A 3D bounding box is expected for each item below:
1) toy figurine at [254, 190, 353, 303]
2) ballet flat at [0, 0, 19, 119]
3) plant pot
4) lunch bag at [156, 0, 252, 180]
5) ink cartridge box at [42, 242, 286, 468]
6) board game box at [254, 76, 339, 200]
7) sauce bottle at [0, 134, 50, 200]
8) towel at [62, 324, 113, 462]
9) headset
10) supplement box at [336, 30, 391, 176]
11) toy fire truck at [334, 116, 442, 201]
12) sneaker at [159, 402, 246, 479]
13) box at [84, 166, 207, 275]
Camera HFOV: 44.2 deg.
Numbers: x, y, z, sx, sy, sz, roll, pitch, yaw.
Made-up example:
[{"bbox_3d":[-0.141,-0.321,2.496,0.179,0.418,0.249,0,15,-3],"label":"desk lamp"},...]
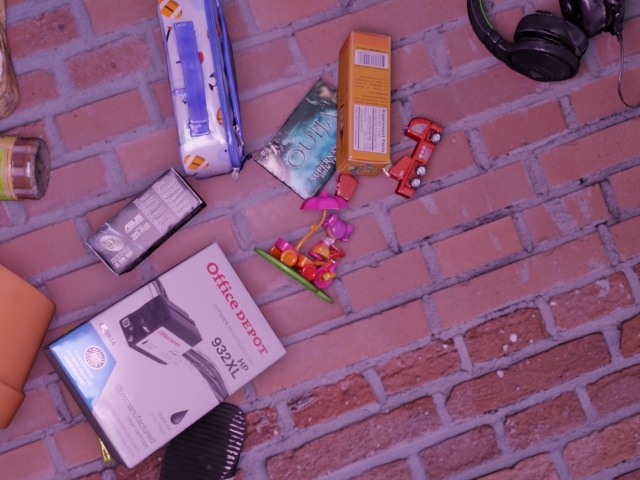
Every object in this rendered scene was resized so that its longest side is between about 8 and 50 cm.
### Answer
[{"bbox_3d":[0.000,0.000,1.346,0.173,0.130,0.159,38,84,-27],"label":"toy figurine"},{"bbox_3d":[-0.576,-0.370,1.286,0.123,0.123,0.348,-13,92,-5],"label":"ballet flat"},{"bbox_3d":[-0.557,0.130,1.229,0.291,0.291,0.203,32,72,-5],"label":"plant pot"},{"bbox_3d":[-0.185,-0.240,1.258,0.115,0.243,0.303,-10,91,-4],"label":"lunch bag"},{"bbox_3d":[-0.246,0.178,1.265,0.307,0.129,0.223,-34,94,-25],"label":"ink cartridge box"},{"bbox_3d":[-0.011,-0.175,1.382,0.126,0.026,0.186,38,88,-5],"label":"board game box"},{"bbox_3d":[-0.629,-0.119,1.288,0.344,0.111,0.111,0,91,-4],"label":"sauce bottle"},{"bbox_3d":[-0.358,0.249,1.334,0.102,0.021,0.237,-20,85,11],"label":"towel"},{"bbox_3d":[0.433,-0.377,1.340,0.394,0.185,0.243,43,88,7],"label":"headset"},{"bbox_3d":[0.073,-0.230,1.334,0.080,0.078,0.233,7,75,-13],"label":"supplement box"},{"bbox_3d":[0.119,-0.139,1.384,0.135,0.047,0.192,24,88,-3],"label":"toy fire truck"},{"bbox_3d":[-0.213,0.440,1.340,0.122,0.146,0.330,16,65,14],"label":"sneaker"},{"bbox_3d":[-0.282,-0.031,1.300,0.180,0.147,0.077,-41,94,-3],"label":"box"}]
